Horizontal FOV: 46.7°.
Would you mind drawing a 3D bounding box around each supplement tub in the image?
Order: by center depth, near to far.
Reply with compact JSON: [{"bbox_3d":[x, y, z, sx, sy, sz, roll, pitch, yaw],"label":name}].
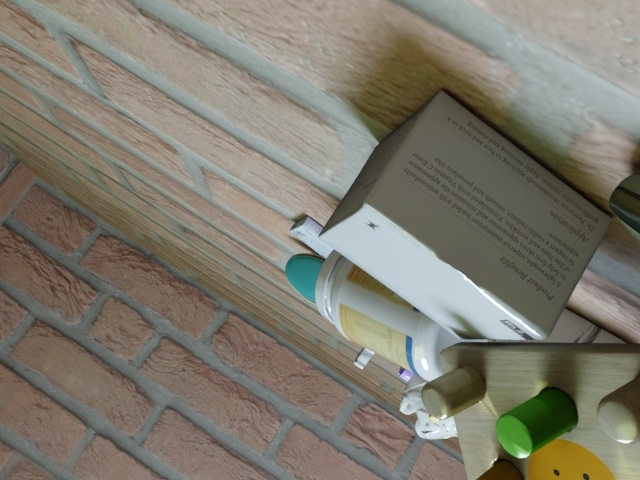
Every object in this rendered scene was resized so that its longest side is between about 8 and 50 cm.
[{"bbox_3d":[0.104,0.082,0.951,0.199,0.144,0.144,23,163,42],"label":"supplement tub"}]

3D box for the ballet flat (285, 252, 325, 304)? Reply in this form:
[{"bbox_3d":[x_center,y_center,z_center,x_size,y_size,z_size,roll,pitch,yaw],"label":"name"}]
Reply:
[{"bbox_3d":[0.047,0.086,1.273,0.248,0.086,0.086,22,163,38],"label":"ballet flat"}]

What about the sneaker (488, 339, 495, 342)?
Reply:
[{"bbox_3d":[0.235,0.234,1.105,0.350,0.148,0.131,26,153,47],"label":"sneaker"}]

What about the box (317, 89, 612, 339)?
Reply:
[{"bbox_3d":[0.115,-0.010,0.652,0.181,0.119,0.182,36,167,-6],"label":"box"}]

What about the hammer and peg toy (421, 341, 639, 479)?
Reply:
[{"bbox_3d":[0.251,0.210,0.575,0.361,0.127,0.266,-9,96,54],"label":"hammer and peg toy"}]

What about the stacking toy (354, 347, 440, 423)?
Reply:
[{"bbox_3d":[0.155,0.206,1.280,0.167,0.052,0.221,35,-159,3],"label":"stacking toy"}]

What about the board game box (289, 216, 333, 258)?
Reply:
[{"bbox_3d":[0.000,0.000,1.184,0.090,0.020,0.090,37,167,-10],"label":"board game box"}]

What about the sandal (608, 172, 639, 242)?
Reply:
[{"bbox_3d":[0.308,0.028,0.424,0.303,0.086,0.120,43,180,37],"label":"sandal"}]

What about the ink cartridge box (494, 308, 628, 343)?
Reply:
[{"bbox_3d":[0.285,0.145,0.832,0.180,0.104,0.060,30,165,15],"label":"ink cartridge box"}]

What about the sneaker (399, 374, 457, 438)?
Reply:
[{"bbox_3d":[0.274,0.336,1.415,0.114,0.152,0.305,36,171,-35],"label":"sneaker"}]
